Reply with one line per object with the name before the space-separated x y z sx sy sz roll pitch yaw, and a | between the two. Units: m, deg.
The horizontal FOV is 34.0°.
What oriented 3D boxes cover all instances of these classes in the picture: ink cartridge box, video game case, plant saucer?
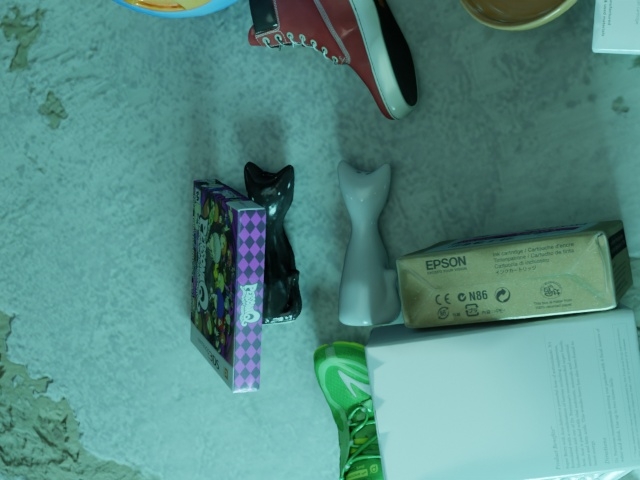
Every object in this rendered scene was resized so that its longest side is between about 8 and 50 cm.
ink cartridge box | 0.227 0.036 1.203 0.235 0.193 0.088 -8 93 21
ink cartridge box | 0.407 -0.240 1.101 0.219 0.160 0.092 5 102 19
video game case | -0.123 0.052 1.346 0.042 0.210 0.232 -2 104 -22
plant saucer | 0.238 -0.329 1.174 0.200 0.037 0.200 -11 73 40

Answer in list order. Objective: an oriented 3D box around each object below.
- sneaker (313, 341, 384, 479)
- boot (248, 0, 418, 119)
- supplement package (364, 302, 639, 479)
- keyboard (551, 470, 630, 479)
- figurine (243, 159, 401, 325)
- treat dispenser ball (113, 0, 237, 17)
sneaker | 0.073 0.266 1.344 0.109 0.123 0.295 -24 91 23
boot | 0.007 -0.236 1.293 0.176 0.088 0.244 -26 83 23
supplement package | 0.209 0.173 1.204 0.293 0.175 0.177 -8 92 6
keyboard | 0.387 0.235 1.281 0.256 0.014 0.072 -41 85 23
figurine | 0.000 0.000 1.344 0.215 0.092 0.209 -1 96 20
treat dispenser ball | -0.172 -0.405 1.214 0.288 0.288 0.288 4 102 20
